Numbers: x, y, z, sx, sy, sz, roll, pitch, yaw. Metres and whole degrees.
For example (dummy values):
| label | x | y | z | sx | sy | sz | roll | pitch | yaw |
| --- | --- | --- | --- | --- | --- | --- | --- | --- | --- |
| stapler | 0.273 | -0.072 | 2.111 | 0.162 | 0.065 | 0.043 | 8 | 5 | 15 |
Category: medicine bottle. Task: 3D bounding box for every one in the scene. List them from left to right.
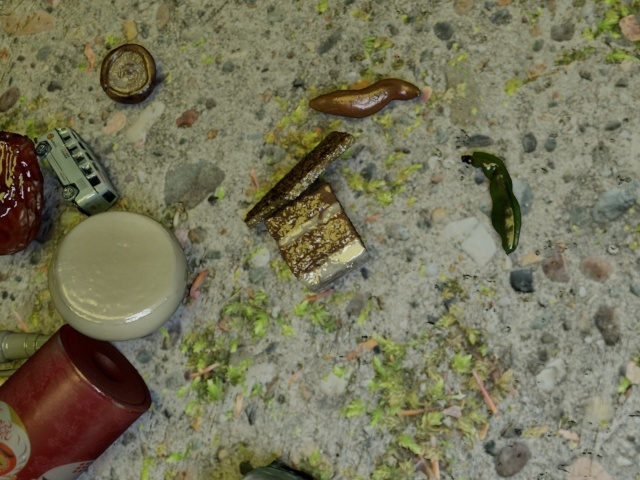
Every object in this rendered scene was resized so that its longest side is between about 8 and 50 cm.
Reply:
| label | x | y | z | sx | sy | sz | roll | pitch | yaw |
| --- | --- | --- | --- | --- | --- | --- | --- | --- | --- |
| medicine bottle | -0.588 | 0.211 | 1.220 | 0.221 | 0.061 | 0.092 | -4 | 101 | 11 |

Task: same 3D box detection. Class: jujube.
| label | x | y | z | sx | sy | sz | roll | pitch | yaw |
| --- | --- | --- | --- | --- | --- | --- | --- | --- | --- |
| jujube | -0.591 | -0.088 | 1.215 | 0.168 | 0.168 | 0.236 | 22 | 107 | 16 |

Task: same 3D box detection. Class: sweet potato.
| label | x | y | z | sx | sy | sz | roll | pitch | yaw |
| --- | --- | --- | --- | --- | --- | --- | --- | --- | --- |
| sweet potato | 0.079 | -0.253 | 1.188 | 0.202 | 0.058 | 0.055 | -9 | 33 | 6 |

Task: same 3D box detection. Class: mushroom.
| label | x | y | z | sx | sy | sz | roll | pitch | yaw |
| --- | --- | --- | --- | --- | --- | --- | --- | --- | --- |
| mushroom | -0.376 | -0.327 | 1.298 | 0.123 | 0.052 | 0.123 | -1 | 84 | 9 |

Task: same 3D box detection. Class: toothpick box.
| label | x | y | z | sx | sy | sz | roll | pitch | yaw |
| --- | --- | --- | --- | --- | --- | --- | --- | --- | --- |
| toothpick box | -0.472 | 0.324 | 1.091 | 0.333 | 0.204 | 0.204 | -44 | 73 | 0 |

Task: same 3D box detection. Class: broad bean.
| label | x | y | z | sx | sy | sz | roll | pitch | yaw |
| --- | --- | --- | --- | --- | --- | --- | --- | --- | --- |
| broad bean | 0.300 | -0.072 | 1.101 | 0.061 | 0.046 | 0.195 | -27 | 68 | 17 |

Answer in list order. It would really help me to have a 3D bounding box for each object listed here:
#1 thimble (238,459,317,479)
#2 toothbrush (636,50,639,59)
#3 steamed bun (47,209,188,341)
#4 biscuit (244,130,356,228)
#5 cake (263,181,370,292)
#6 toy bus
| label | x | y | z | sx | sy | sz | roll | pitch | yaw |
| --- | --- | --- | --- | --- | --- | --- | --- | --- | --- |
| thimble | -0.071 | 0.463 | 1.002 | 0.238 | 0.150 | 0.237 | -3 | 77 | 14 |
| toothbrush | 0.631 | -0.302 | 1.100 | 0.195 | 0.017 | 0.014 | 9 | 78 | 13 |
| steamed bun | -0.347 | 0.067 | 1.147 | 0.232 | 0.145 | 0.231 | 4 | 68 | -9 |
| biscuit | -0.043 | -0.104 | 1.142 | 0.237 | 0.131 | 0.026 | -43 | 105 | -1 |
| cake | 0.000 | 0.000 | 1.108 | 0.135 | 0.134 | 0.147 | -33 | 82 | 3 |
| toy bus | -0.466 | -0.136 | 1.259 | 0.089 | 0.087 | 0.194 | -36 | 72 | -5 |
